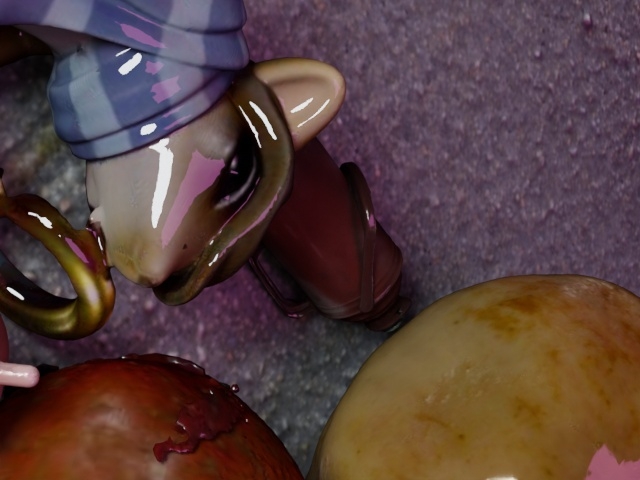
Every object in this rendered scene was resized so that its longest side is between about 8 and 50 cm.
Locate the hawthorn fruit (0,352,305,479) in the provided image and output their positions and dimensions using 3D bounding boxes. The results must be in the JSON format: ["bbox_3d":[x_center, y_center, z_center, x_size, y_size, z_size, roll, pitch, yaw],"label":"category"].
[{"bbox_3d":[-0.144,0.235,0.840,0.316,0.316,0.316,-4,96,-40],"label":"hawthorn fruit"}]

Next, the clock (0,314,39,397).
[{"bbox_3d":[-0.290,0.048,0.722,0.227,0.241,0.142,14,82,-39],"label":"clock"}]

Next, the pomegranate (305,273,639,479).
[{"bbox_3d":[0.175,0.210,1.057,0.411,0.411,0.411,-4,96,-40],"label":"pomegranate"}]

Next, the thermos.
[{"bbox_3d":[-0.001,-0.001,1.059,0.124,0.099,0.232,-32,122,7],"label":"thermos"}]

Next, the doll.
[{"bbox_3d":[-0.148,-0.107,0.818,0.339,0.318,0.209,53,31,-36],"label":"doll"}]
